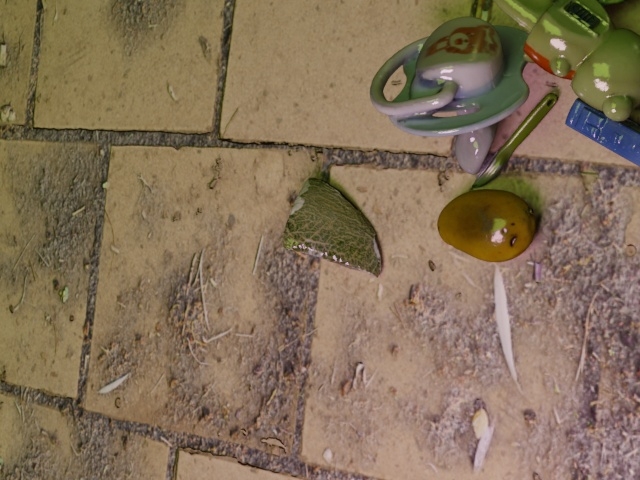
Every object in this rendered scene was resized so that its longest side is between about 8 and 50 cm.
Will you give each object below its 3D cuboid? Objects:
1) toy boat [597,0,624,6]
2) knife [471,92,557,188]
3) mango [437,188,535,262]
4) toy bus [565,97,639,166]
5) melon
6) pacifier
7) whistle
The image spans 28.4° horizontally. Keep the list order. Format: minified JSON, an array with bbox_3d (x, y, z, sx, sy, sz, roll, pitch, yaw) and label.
[{"bbox_3d":[0.451,-0.392,1.655,0.293,0.099,0.108,-21,75,42],"label":"toy boat"},{"bbox_3d":[0.276,-0.139,1.808,0.184,0.022,0.026,-52,34,23],"label":"knife"},{"bbox_3d":[0.231,-0.022,1.801,0.161,0.076,0.103,4,94,46],"label":"mango"},{"bbox_3d":[0.398,-0.144,1.691,0.153,0.061,0.051,36,112,32],"label":"toy bus"},{"bbox_3d":[-0.002,-0.002,1.955,0.202,0.139,0.093,50,137,27],"label":"melon"},{"bbox_3d":[0.198,-0.191,1.784,0.227,0.279,0.207,-8,125,23],"label":"pacifier"},{"bbox_3d":[0.337,-0.263,1.681,0.288,0.131,0.106,39,151,15],"label":"whistle"}]
